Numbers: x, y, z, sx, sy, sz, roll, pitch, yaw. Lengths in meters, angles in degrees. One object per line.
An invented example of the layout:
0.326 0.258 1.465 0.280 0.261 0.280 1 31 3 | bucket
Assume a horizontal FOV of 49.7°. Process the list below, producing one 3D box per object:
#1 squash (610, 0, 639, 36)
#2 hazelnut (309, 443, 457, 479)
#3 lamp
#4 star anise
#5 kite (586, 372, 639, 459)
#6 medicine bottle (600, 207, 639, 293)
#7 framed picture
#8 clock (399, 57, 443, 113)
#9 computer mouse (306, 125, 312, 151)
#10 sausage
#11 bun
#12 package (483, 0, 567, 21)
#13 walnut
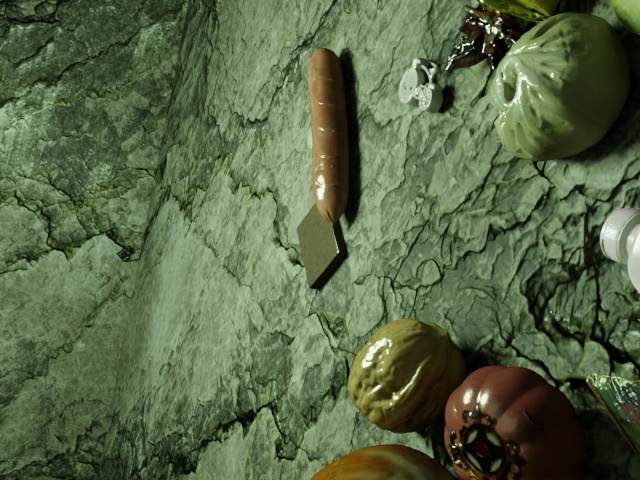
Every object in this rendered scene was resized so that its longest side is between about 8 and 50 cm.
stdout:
0.431 -0.346 0.775 0.252 0.049 0.252 -31 54 55 | squash
0.081 0.443 0.857 0.372 0.315 0.372 7 100 50 | hazelnut
0.237 0.239 0.837 0.182 0.140 0.182 13 107 51 | lamp
0.257 -0.329 1.082 0.157 0.054 0.212 -35 52 51 | star anise
0.392 0.209 0.683 0.321 0.016 0.233 -10 73 61 | kite
0.385 0.021 0.693 0.219 0.078 0.115 33 111 60 | medicine bottle
0.000 0.000 1.464 0.128 0.023 0.168 -53 38 38 | framed picture
0.180 -0.271 1.215 0.129 0.041 0.087 -121 45 -57 | clock
-0.006 -0.246 1.555 0.110 0.032 0.055 -48 42 44 | computer mouse
0.019 -0.230 1.453 0.088 0.088 0.433 -35 51 52 | sausage
0.291 -0.198 0.897 0.193 0.128 0.178 -27 58 58 | bun
0.297 -0.407 0.939 0.090 0.168 0.226 -92 24 -73 | package
0.130 0.196 1.015 0.184 0.155 0.155 -56 35 23 | walnut
